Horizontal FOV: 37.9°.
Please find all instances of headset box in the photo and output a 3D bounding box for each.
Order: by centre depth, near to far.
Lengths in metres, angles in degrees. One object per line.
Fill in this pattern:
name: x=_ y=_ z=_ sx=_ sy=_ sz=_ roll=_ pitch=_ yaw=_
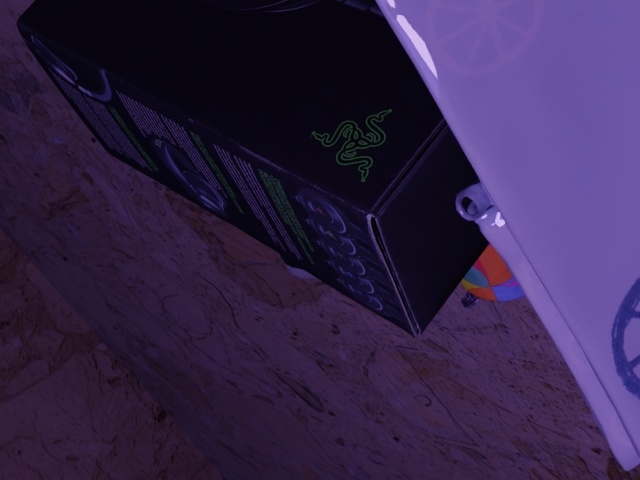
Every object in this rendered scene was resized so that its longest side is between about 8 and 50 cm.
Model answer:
headset box: x=0.020 y=-0.118 z=0.539 sx=0.283 sy=0.246 sz=0.131 roll=31 pitch=163 yaw=30

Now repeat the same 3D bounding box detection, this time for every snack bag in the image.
snack bag: x=0.200 y=-0.091 z=0.398 sx=0.342 sy=0.323 sz=0.037 roll=54 pitch=-174 yaw=-23

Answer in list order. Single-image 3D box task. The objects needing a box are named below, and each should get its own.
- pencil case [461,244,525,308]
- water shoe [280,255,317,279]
pencil case: x=0.109 y=-0.058 z=0.700 sx=0.104 sy=0.104 sz=0.236 roll=13 pitch=140 yaw=47
water shoe: x=0.000 y=0.000 z=1.060 sx=0.080 sy=0.073 sz=0.203 roll=53 pitch=153 yaw=-14
